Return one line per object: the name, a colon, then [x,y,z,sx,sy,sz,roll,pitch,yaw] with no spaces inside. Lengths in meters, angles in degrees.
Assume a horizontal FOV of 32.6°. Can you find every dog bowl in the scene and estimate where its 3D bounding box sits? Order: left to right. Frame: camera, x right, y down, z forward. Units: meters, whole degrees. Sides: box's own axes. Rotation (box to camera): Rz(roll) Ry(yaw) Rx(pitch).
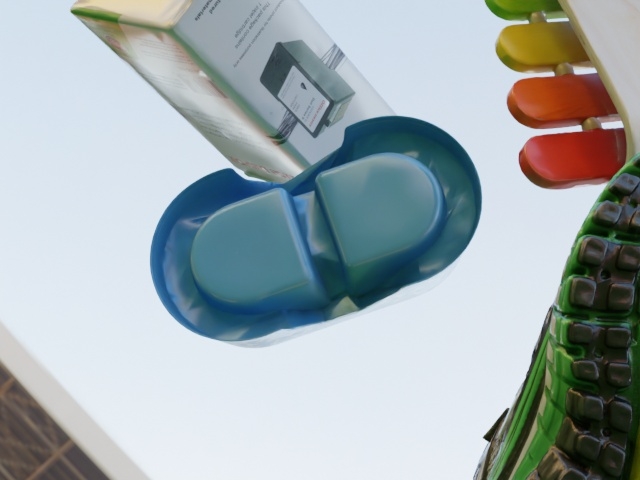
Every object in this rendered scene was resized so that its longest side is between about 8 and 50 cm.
dog bowl: [0.000,0.000,0.979,0.074,0.297,0.166,67,4,-65]

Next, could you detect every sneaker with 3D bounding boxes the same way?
sneaker: [0.154,0.092,0.620,0.134,0.343,0.146,28,-8,-6]

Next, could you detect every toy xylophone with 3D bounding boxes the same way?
toy xylophone: [0.239,-0.155,0.818,0.081,0.236,0.323,115,-30,-54]

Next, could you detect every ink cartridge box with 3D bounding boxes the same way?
ink cartridge box: [-0.086,-0.182,1.147,0.211,0.121,0.289,21,-17,48]
